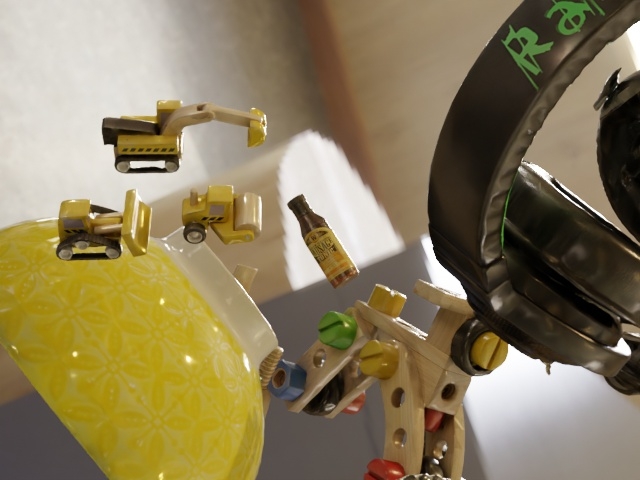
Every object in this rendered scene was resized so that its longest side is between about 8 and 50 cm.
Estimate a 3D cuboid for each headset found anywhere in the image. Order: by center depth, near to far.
[{"bbox_3d":[0.168,-0.030,0.998,0.185,0.243,0.394,43,-17,37],"label":"headset"}]

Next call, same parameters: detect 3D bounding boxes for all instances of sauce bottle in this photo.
[{"bbox_3d":[0.000,0.000,2.125,0.128,0.042,0.042,55,17,9],"label":"sauce bottle"}]

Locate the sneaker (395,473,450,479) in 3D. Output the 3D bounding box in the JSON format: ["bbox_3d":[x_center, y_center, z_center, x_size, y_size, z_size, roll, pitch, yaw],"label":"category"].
[{"bbox_3d":[0.015,0.168,0.836,0.162,0.073,0.063,-18,76,-36],"label":"sneaker"}]

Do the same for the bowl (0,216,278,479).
[{"bbox_3d":[-0.126,0.080,1.218,0.289,0.156,0.289,50,-8,10],"label":"bowl"}]

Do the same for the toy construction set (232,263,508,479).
[{"bbox_3d":[0.050,0.100,1.626,0.308,0.237,0.257,21,13,-13],"label":"toy construction set"}]

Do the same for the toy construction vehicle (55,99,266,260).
[{"bbox_3d":[-0.077,-0.031,0.804,0.035,0.098,0.086,86,6,-46],"label":"toy construction vehicle"}]
